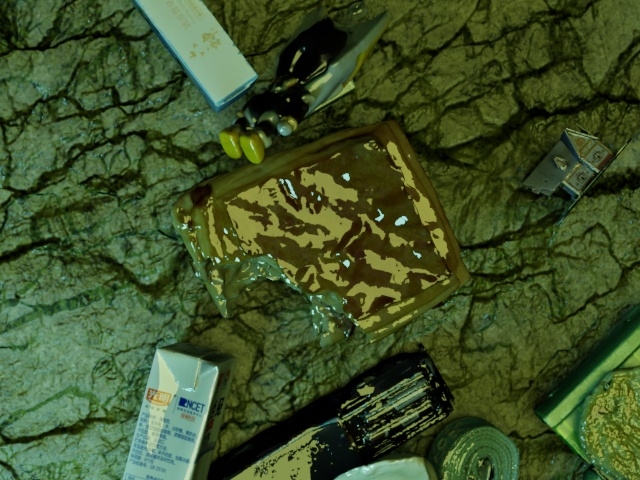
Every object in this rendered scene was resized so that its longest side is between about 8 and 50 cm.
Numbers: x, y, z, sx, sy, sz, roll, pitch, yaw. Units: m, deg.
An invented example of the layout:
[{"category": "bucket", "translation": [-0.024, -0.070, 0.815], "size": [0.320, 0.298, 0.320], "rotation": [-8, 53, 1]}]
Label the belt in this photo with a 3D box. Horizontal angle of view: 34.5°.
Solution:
[{"category": "belt", "translation": [0.237, 0.364, 1.626], "size": [0.147, 0.082, 0.163], "rotation": [33, 85, -17]}]

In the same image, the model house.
[{"category": "model house", "translation": [0.396, -0.117, 1.620], "size": [0.088, 0.117, 0.167], "rotation": [41, 89, 9]}]

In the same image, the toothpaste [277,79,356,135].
[{"category": "toothpaste", "translation": [-0.023, -0.205, 1.588], "size": [0.164, 0.046, 0.034], "rotation": [-30, 92, -4]}]

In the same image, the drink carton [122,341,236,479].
[{"category": "drink carton", "translation": [-0.221, 0.313, 1.536], "size": [0.106, 0.130, 0.315], "rotation": [14, 91, 6]}]

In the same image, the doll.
[{"category": "doll", "translation": [-0.021, -0.239, 1.504], "size": [0.103, 0.145, 0.316], "rotation": [46, 67, -15]}]

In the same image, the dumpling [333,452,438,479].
[{"category": "dumpling", "translation": [0.091, 0.387, 1.546], "size": [0.179, 0.252, 0.131], "rotation": [-2, 59, 2]}]

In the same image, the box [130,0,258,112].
[{"category": "box", "translation": [-0.191, -0.304, 1.513], "size": [0.083, 0.142, 0.232], "rotation": [-36, 96, -4]}]

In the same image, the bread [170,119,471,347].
[{"category": "bread", "translation": [0.000, 0.000, 1.533], "size": [0.370, 0.191, 0.314], "rotation": [-24, 101, 7]}]

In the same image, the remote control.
[{"category": "remote control", "translation": [0.022, 0.315, 1.607], "size": [0.398, 0.062, 0.145], "rotation": [-31, 96, -5]}]

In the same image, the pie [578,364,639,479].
[{"category": "pie", "translation": [0.477, 0.277, 1.537], "size": [0.186, 0.041, 0.187], "rotation": [-1, 82, 5]}]

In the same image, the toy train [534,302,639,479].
[{"category": "toy train", "translation": [0.493, 0.251, 1.621], "size": [0.301, 0.120, 0.202], "rotation": [-44, 83, -3]}]
